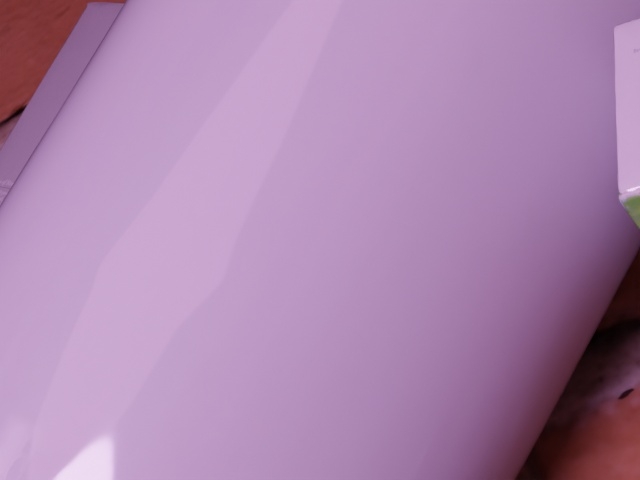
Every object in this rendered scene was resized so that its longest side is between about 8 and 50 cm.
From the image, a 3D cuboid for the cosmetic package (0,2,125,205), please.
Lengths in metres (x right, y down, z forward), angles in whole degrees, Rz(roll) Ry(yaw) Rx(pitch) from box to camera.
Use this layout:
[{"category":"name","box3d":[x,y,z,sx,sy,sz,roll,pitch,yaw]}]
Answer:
[{"category":"cosmetic package","box3d":[-0.148,-0.036,0.841,0.107,0.127,0.238,7,62,38]}]

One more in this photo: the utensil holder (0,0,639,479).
[{"category":"utensil holder","box3d":[0.000,0.000,0.672,0.327,0.327,0.385,19,74,43]}]

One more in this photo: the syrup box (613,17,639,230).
[{"category":"syrup box","box3d":[0.222,-0.009,0.569,0.093,0.237,0.096,-13,53,29]}]
